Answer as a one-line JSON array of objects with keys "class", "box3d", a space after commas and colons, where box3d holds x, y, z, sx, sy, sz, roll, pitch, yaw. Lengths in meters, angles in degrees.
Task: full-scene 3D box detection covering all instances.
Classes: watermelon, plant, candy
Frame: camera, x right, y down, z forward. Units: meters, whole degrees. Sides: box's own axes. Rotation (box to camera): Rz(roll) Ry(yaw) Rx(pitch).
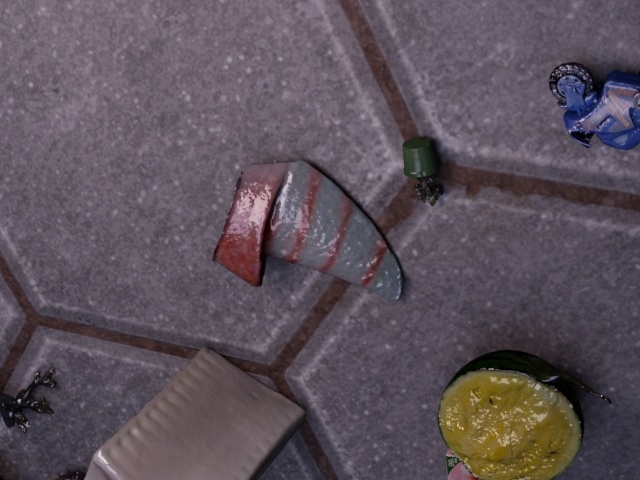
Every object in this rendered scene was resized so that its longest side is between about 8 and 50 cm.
[{"class": "watermelon", "box3d": [0.280, 0.238, 1.619, 0.204, 0.127, 0.232, 27, 124, 7]}, {"class": "plant", "box3d": [0.141, -0.089, 1.554, 0.051, 0.051, 0.102, -3, 120, 23]}, {"class": "candy", "box3d": [-0.193, 0.331, 1.722, 0.208, 0.359, 0.145, 34, 123, 7]}]

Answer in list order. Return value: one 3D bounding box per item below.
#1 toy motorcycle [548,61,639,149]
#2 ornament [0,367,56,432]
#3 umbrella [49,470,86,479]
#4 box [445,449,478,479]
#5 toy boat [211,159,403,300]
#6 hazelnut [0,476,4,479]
[{"class": "toy motorcycle", "box3d": [0.382, -0.157, 1.414, 0.205, 0.076, 0.114, 15, 129, 12]}, {"class": "ornament", "box3d": [-0.575, 0.246, 1.991, 0.236, 0.080, 0.202, 2, 119, 23]}, {"class": "umbrella", "box3d": [-0.433, 0.437, 2.054, 0.144, 0.037, 0.040, -11, 125, 22]}, {"class": "box", "box3d": [0.245, 0.375, 1.754, 0.089, 0.043, 0.125, 1, 116, 21]}, {"class": "toy boat", "box3d": [0.000, 0.000, 1.644, 0.282, 0.096, 0.206, 21, 107, -1]}, {"class": "hazelnut", "box3d": [-0.671, 0.516, 2.105, 0.229, 0.229, 0.229, 9, 119, 17]}]
